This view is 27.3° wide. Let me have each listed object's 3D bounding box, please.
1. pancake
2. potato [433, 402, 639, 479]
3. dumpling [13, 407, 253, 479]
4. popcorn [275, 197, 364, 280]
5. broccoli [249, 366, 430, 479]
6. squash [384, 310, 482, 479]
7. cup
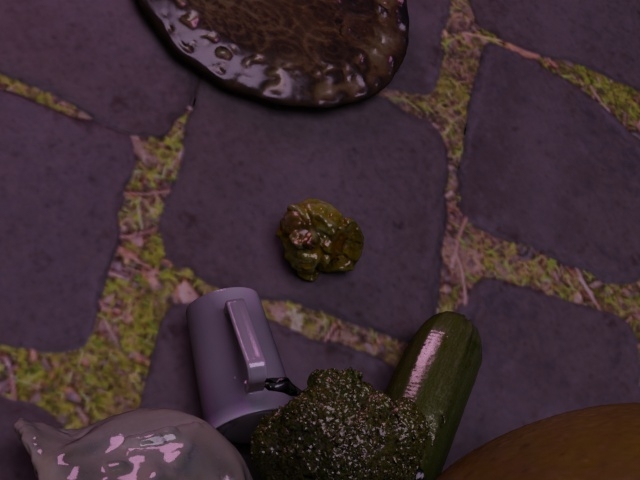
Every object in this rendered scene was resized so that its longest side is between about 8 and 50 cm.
[{"bbox_3d":[-0.050,-0.249,1.246,0.288,0.033,0.286,4,62,-24],"label":"pancake"},{"bbox_3d":[0.173,0.327,0.913,0.442,0.319,0.385,-60,140,-40],"label":"potato"},{"bbox_3d":[-0.110,0.184,0.928,0.229,0.151,0.124,22,84,-15],"label":"dumpling"},{"bbox_3d":[0.002,-0.003,1.127,0.083,0.059,0.068,29,56,-19],"label":"popcorn"},{"bbox_3d":[0.014,0.152,0.968,0.131,0.130,0.120,0,26,2],"label":"broccoli"},{"bbox_3d":[0.076,0.156,1.074,0.069,0.069,0.239,30,58,-9],"label":"squash"},{"bbox_3d":[-0.062,0.094,1.022,0.074,0.104,0.116,-9,66,-13],"label":"cup"}]
